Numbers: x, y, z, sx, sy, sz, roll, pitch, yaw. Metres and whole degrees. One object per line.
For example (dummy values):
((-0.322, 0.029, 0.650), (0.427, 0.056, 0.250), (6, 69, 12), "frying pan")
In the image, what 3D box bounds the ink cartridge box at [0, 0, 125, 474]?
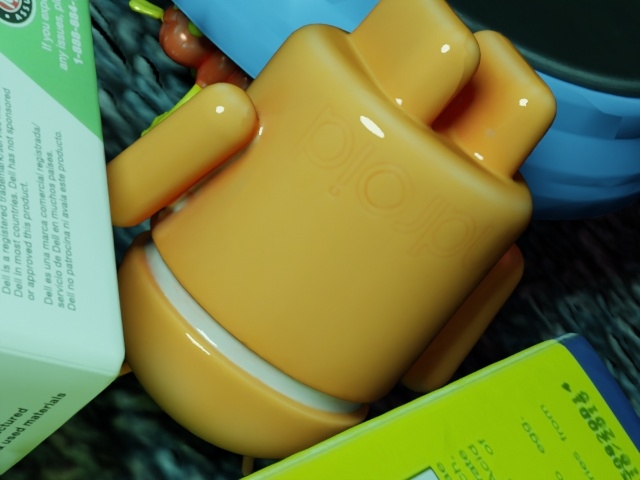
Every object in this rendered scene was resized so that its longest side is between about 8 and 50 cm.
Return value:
((-0.220, -0.043, 0.621), (0.278, 0.117, 0.201), (17, 49, -36), "ink cartridge box")

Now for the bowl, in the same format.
((0.053, -0.183, 0.930), (0.391, 0.077, 0.391), (25, 38, -22), "bowl")

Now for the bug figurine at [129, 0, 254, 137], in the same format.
((0.019, -0.107, 0.948), (0.216, 0.072, 0.279), (40, 39, -14), "bug figurine")

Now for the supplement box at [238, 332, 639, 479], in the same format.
((-0.001, 0.179, 0.543), (0.194, 0.195, 0.356), (59, 26, 10), "supplement box")

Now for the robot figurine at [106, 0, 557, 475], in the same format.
((-0.002, -0.001, 0.738), (0.128, 0.219, 0.158), (45, 17, 22), "robot figurine")
